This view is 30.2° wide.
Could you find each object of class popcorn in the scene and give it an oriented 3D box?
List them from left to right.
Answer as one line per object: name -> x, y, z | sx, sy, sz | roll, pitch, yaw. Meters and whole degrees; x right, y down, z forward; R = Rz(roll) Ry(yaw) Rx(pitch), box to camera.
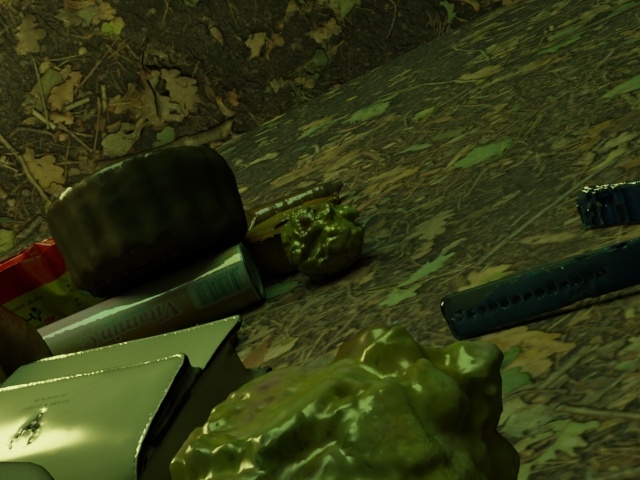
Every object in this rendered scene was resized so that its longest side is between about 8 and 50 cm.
popcorn -> 0.000, 0.000, 1.698 | 0.121, 0.116, 0.106 | 23, 42, 12
popcorn -> 0.023, 0.180, 0.791 | 0.259, 0.212, 0.259 | -19, 10, 3

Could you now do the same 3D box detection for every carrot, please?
carrot -> -0.114, -0.030, 2.096 | 0.342, 0.070, 0.070 | -24, 14, -4

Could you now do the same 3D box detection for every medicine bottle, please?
medicine bottle -> -0.291, 0.130, 1.750 | 0.426, 0.108, 0.108 | -22, 14, 4

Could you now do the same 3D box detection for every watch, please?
watch -> 0.301, 0.005, 1.241 | 0.276, 0.068, 0.275 | -36, 17, -34

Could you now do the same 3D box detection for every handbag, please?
handbag -> -0.233, 0.215, 1.217 | 0.359, 0.160, 0.236 | -15, 25, 36

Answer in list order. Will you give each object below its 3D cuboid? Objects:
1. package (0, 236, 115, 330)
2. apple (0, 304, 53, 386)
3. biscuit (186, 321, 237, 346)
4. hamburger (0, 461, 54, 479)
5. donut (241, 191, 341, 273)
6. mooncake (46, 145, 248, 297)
package -> -0.508, 0.139, 1.885 | 0.424, 0.195, 0.123 | -30, 13, -24
apple -> -0.444, 0.194, 1.460 | 0.206, 0.251, 0.271 | -25, 38, 12
biscuit -> -0.173, 0.148, 1.618 | 0.126, 0.025, 0.206 | -25, 14, -1
hamburger -> -0.230, 0.273, 0.738 | 0.179, 0.294, 0.276 | -14, 23, -18
donut -> -0.039, -0.005, 1.855 | 0.174, 0.074, 0.190 | -35, 13, -30
mooncake -> -0.256, -0.022, 1.802 | 0.290, 0.161, 0.290 | -22, -9, -4
